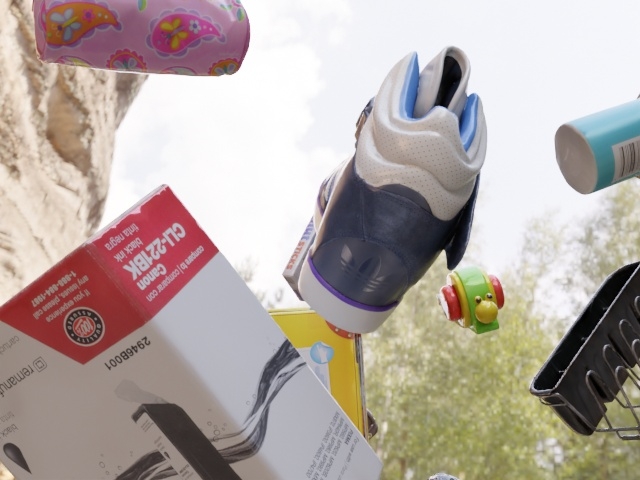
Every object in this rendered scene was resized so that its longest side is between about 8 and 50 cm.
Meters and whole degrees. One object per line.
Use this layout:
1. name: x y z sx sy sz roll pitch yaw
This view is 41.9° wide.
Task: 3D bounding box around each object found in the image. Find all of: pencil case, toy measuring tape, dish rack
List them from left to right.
1. pencil case: -0.235 -0.287 1.118 0.284 0.124 0.124 -2 -34 -23
2. toy measuring tape: 0.275 0.098 1.621 0.121 0.122 0.330 15 4 -7
3. dish rack: 0.338 0.082 0.721 0.074 0.208 0.271 53 -35 -10

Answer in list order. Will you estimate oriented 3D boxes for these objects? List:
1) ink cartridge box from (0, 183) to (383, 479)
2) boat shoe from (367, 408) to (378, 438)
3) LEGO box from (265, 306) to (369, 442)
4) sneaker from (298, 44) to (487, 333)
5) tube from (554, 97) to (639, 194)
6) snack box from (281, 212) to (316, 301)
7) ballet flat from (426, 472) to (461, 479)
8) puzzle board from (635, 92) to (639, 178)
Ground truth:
1. ink cartridge box: -0.115 0.131 0.608 0.197 0.114 0.273 -32 -79 28
2. boat shoe: -0.034 0.432 1.673 0.324 0.116 0.097 -37 -72 3
3. LEGO box: -0.165 0.330 1.483 0.499 0.373 0.193 -3 -27 3
4. sneaker: 0.086 -0.075 0.789 0.130 0.323 0.236 28 -66 -2
5. tube: 0.270 -0.089 0.594 0.207 0.052 0.080 -19 -26 -11
6. snack box: 0.000 0.000 1.227 0.022 0.178 0.064 4 -37 34
7. ballet flat: 0.170 0.291 0.815 0.173 0.049 0.057 34 -72 -1
8. puzzle board: 0.349 -0.102 0.837 0.011 0.128 0.096 21 -77 -30
